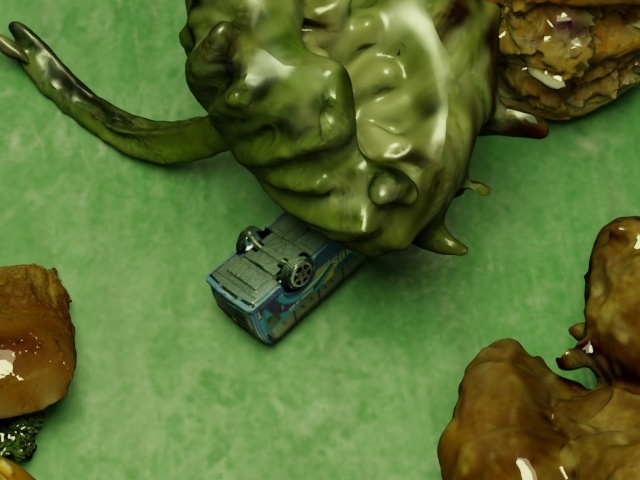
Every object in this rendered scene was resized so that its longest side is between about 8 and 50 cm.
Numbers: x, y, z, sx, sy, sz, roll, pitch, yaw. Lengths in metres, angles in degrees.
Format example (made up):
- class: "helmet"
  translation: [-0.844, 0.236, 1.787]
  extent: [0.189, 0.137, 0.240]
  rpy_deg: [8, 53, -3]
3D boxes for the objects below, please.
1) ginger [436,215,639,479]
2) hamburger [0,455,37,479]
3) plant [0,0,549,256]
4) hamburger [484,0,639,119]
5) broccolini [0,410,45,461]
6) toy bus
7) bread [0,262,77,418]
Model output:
- class: "ginger"
  translation: [0.233, 0.112, 1.046]
  extent: [0.274, 0.152, 0.357]
  rpy_deg: [32, 64, 35]
- class: "hamburger"
  translation: [-0.184, 0.245, 0.888]
  extent: [0.176, 0.300, 0.300]
  rpy_deg: [-6, 62, 13]
- class: "plant"
  translation: [-0.024, -0.094, 1.110]
  extent: [0.180, 0.333, 0.251]
  rpy_deg: [-38, 103, -23]
- class: "hamburger"
  translation: [0.128, -0.215, 1.166]
  extent: [0.261, 0.211, 0.245]
  rpy_deg: [29, 62, 8]
- class: "broccolini"
  translation: [-0.254, 0.157, 1.067]
  extent: [0.218, 0.044, 0.042]
  rpy_deg: [-33, 84, -11]
- class: "toy bus"
  translation: [0.000, 0.000, 1.134]
  extent: [0.051, 0.061, 0.153]
  rpy_deg: [33, 64, 33]
- class: "bread"
  translation: [-0.211, 0.055, 1.091]
  extent: [0.129, 0.044, 0.126]
  rpy_deg: [-10, 36, 0]
